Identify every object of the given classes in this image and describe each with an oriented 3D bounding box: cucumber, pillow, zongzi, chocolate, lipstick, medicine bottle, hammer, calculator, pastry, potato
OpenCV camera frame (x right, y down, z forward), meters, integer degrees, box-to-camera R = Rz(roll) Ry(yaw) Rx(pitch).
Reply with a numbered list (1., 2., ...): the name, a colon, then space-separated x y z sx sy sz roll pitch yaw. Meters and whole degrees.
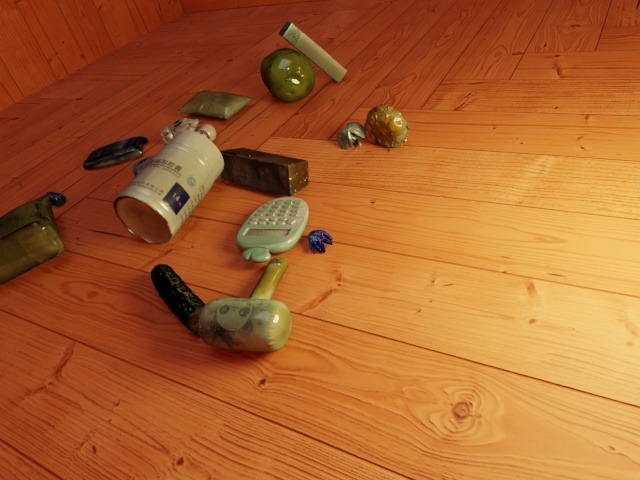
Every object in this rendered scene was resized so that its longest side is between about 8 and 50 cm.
1. cucumber: -0.355 0.129 1.222 0.072 0.072 0.300 -34 40 -23
2. pillow: -0.459 -0.583 2.146 0.302 0.075 0.185 16 49 30
3. zongzi: -0.967 -0.014 1.531 0.322 0.160 0.360 -25 39 -15
4. chocolate: -0.182 -0.227 1.573 0.321 0.112 0.111 16 31 36
5. lipstick: -0.027 -0.775 2.060 0.068 0.317 0.066 -52 36 13
6. medicine bottle: -0.443 -0.169 1.503 0.189 0.190 0.332 5 47 25
7. hammer: -0.133 0.126 1.136 0.201 0.113 0.306 3 32 17
8. calculator: -0.835 -0.353 2.021 0.267 0.040 0.177 -17 35 5
9. calculator: -0.131 -0.032 1.368 0.183 0.042 0.295 1 38 20
10. pastry: 0.210 -0.363 1.583 0.081 0.153 0.153 -42 44 -19
11. medicine bottle: -0.549 -0.216 1.696 0.119 0.095 0.188 -32 40 -22
12. potato: -0.138 -0.688 2.063 0.215 0.216 0.305 -17 40 -3

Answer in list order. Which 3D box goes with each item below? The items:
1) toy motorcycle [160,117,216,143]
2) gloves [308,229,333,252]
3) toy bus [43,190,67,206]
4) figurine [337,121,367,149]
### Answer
1. toy motorcycle: -0.519 -0.424 1.939 0.254 0.113 0.113 4 42 26
2. gloves: 0.000 0.000 1.294 0.064 0.026 0.086 -15 37 -3
3. toy bus: -0.958 -0.151 1.802 0.083 0.038 0.046 12 42 30
4. figurine: 0.110 -0.351 1.672 0.086 0.082 0.094 -21 61 -33
